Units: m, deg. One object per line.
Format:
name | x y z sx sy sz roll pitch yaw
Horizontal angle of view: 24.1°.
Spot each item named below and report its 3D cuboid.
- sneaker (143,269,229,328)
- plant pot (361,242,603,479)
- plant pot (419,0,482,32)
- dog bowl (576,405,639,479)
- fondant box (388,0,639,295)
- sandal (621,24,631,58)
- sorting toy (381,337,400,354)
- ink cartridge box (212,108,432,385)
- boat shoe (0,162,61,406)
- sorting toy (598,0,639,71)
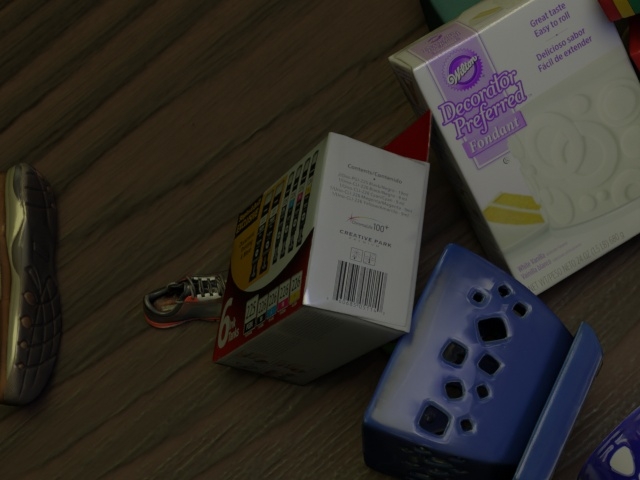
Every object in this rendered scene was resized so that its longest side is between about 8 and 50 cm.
sneaker | -0.149 0.069 1.877 0.158 0.065 0.061 -19 68 1
plant pot | 0.187 0.175 1.705 0.212 0.236 0.236 25 73 10
plant pot | 0.218 -0.292 1.916 0.165 0.166 0.234 -30 59 -4
dog bowl | 0.412 0.225 1.631 0.265 0.265 0.104 -36 66 -6
fondant box | 0.262 -0.130 1.775 0.238 0.096 0.330 -31 111 -4
sandal | 0.481 -0.319 1.943 0.240 0.088 0.079 -34 34 3
sorting toy | 0.081 0.090 1.840 0.061 0.042 0.102 -21 54 19
ink cartridge box | 0.000 0.000 1.745 0.130 0.309 0.272 16 68 -18
boat shoe | -0.403 0.060 1.898 0.116 0.123 0.324 -10 61 12
sorting toy | 0.390 -0.315 1.748 0.089 0.257 0.255 -16 47 28
